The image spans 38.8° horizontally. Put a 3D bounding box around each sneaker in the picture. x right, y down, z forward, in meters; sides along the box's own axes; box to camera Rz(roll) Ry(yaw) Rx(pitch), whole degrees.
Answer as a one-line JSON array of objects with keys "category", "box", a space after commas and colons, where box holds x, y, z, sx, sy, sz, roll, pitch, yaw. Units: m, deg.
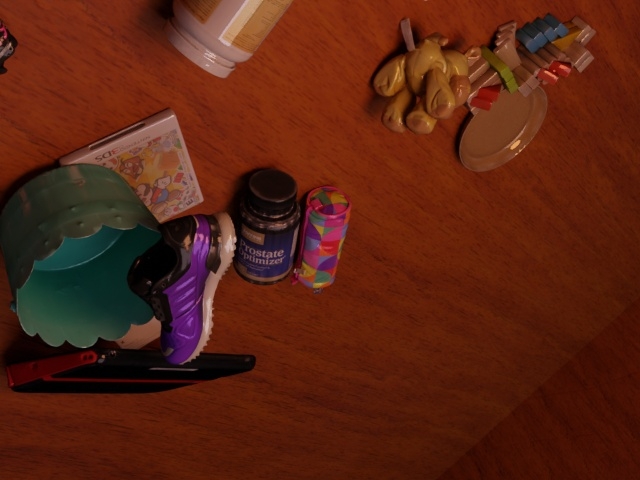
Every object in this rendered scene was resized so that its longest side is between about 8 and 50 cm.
[{"category": "sneaker", "box": [-0.450, -0.289, 1.242, 0.074, 0.063, 0.170, -7, 140, -34]}, {"category": "sneaker", "box": [-0.243, 0.077, 1.447, 0.146, 0.102, 0.293, -3, 127, -33]}]

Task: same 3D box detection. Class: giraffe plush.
[{"category": "giraffe plush", "box": [0.217, -0.307, 1.727, 0.170, 0.181, 0.210, -7, 101, -49]}]

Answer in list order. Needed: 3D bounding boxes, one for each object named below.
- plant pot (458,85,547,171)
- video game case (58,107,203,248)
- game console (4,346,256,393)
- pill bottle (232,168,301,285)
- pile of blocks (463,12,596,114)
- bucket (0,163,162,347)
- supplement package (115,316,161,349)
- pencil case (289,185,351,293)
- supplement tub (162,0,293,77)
[{"category": "plant pot", "box": [0.397, -0.256, 2.013, 0.236, 0.032, 0.236, -23, 143, -19]}, {"category": "video game case", "box": [-0.322, -0.103, 1.587, 0.206, 0.026, 0.227, -27, 144, -13]}, {"category": "game console", "box": [-0.370, 0.246, 1.760, 0.342, 0.060, 0.386, -20, 160, 40]}, {"category": "pill bottle", "box": [-0.103, -0.027, 1.772, 0.122, 0.123, 0.219, -17, 140, -26]}, {"category": "pile of blocks", "box": [0.429, -0.365, 1.848, 0.362, 0.113, 0.149, -27, 143, -14]}, {"category": "bucket", "box": [-0.386, 0.023, 1.496, 0.281, 0.183, 0.281, -22, 141, -19]}, {"category": "supplement package", "box": [-0.373, 0.117, 1.722, 0.105, 0.105, 0.179, -31, 144, -5]}, {"category": "pencil case", "box": [0.000, 0.000, 1.913, 0.104, 0.104, 0.236, -15, 138, -28]}, {"category": "supplement tub", "box": [-0.130, -0.359, 1.359, 0.200, 0.144, 0.144, -49, 143, 17]}]
